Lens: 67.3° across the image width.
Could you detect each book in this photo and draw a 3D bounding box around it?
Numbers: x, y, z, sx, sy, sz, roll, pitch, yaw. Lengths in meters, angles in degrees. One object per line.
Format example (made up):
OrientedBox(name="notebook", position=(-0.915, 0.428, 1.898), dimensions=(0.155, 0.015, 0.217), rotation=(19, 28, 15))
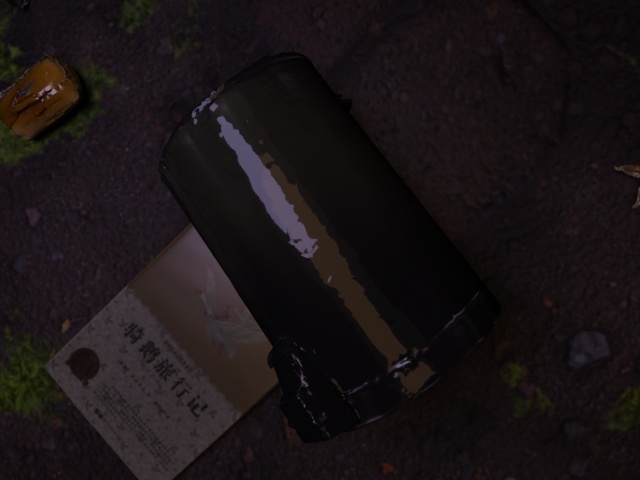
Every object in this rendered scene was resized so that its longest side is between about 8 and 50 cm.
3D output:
OrientedBox(name="book", position=(-0.165, 0.132, 0.588), dimensions=(0.310, 0.021, 0.217), rotation=(-43, 85, 5))

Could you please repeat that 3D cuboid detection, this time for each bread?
OrientedBox(name="bread", position=(-0.348, -0.178, 0.596), dimensions=(0.106, 0.053, 0.072), rotation=(-33, 83, 11))

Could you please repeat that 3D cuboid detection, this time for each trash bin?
OrientedBox(name="trash bin", position=(0.000, 0.000, 0.475), dimensions=(0.252, 0.203, 0.302), rotation=(-32, 84, -34))

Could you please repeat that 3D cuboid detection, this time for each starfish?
OrientedBox(name="starfish", position=(0.373, -0.073, 0.524), dimensions=(0.086, 0.016, 0.092), rotation=(-26, 82, 8))

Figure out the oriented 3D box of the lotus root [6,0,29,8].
OrientedBox(name="lotus root", position=(-0.392, -0.339, 0.608), dimensions=(0.030, 0.037, 0.083), rotation=(4, 91, 11))
